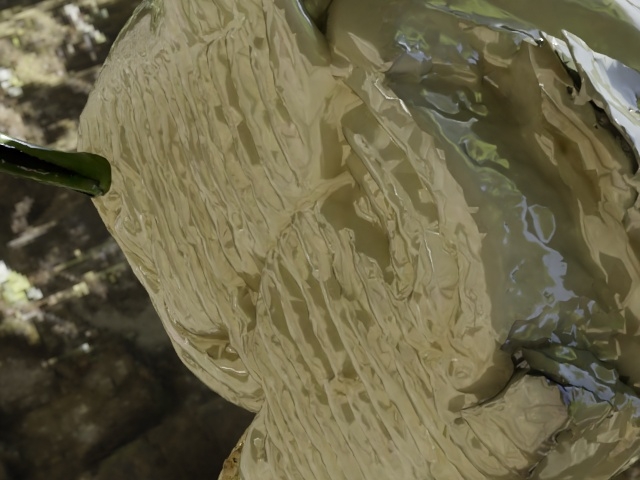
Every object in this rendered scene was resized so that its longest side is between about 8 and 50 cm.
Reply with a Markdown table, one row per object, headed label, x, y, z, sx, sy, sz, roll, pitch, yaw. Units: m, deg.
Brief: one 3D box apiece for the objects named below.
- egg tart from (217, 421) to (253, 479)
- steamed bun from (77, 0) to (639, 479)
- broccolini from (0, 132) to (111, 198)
| label | x | y | z | sx | sy | sz | roll | pitch | yaw |
| --- | --- | --- | --- | --- | --- | --- | --- | --- | --- |
| egg tart | 0.032 | 0.283 | 1.366 | 0.132 | 0.345 | 0.345 | 32 | -38 | 42 |
| steamed bun | 0.059 | -0.011 | 0.576 | 0.394 | 0.237 | 0.346 | 32 | -47 | 48 |
| broccolini | -0.182 | -0.060 | 0.453 | 0.051 | 0.239 | 0.054 | -37 | -129 | 34 |
